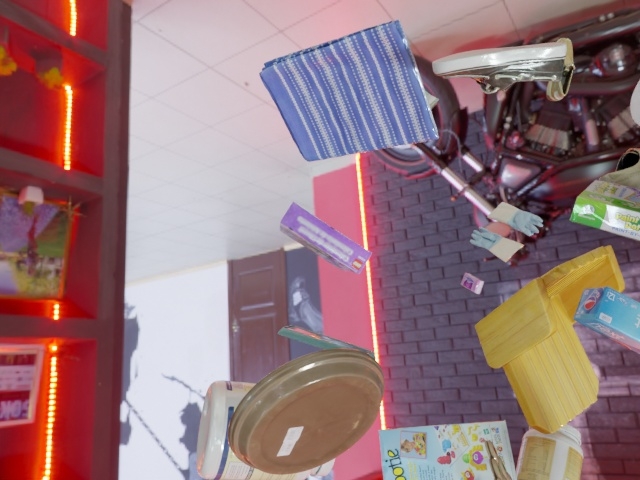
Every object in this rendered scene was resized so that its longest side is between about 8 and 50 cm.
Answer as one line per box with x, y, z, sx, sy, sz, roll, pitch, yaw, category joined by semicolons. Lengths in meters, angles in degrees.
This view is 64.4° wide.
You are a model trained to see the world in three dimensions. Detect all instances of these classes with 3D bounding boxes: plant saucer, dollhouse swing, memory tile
0.014;0.202;1.001;0.191;0.018;0.067;15;-179;19;plant saucer
-0.012;0.290;0.828;0.277;0.041;0.278;-14;129;-18;plant saucer
0.616;0.243;1.232;0.346;0.305;0.315;-14;152;-34;dollhouse swing
0.304;0.407;0.816;0.012;0.148;0.113;-25;-161;17;memory tile

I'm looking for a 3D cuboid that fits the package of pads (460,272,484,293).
0.541;0.153;1.810;0.031;0.050;0.083;14;-170;-27;package of pads

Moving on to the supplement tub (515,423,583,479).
0.570;0.565;1.269;0.144;0.200;0.144;21;147;14;supplement tub

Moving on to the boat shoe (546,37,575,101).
0.730;-0.514;1.514;0.068;0.190;0.072;6;180;-12;boat shoe

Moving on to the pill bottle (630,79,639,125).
0.705;-0.227;0.901;0.264;0.153;0.153;13;161;-15;pill bottle

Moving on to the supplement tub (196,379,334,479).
-0.138;0.493;1.310;0.324;0.236;0.235;11;162;-17;supplement tub

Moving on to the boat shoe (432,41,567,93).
0.297;-0.281;0.845;0.219;0.070;0.078;-5;-156;2;boat shoe

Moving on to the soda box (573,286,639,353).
0.581;0.162;0.927;0.210;0.067;0.071;28;168;-2;soda box

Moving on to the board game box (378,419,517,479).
0.277;0.491;1.138;0.275;0.145;0.142;-7;156;7;board game box

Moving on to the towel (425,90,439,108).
0.310;-0.482;1.681;0.113;0.152;0.023;-47;172;-39;towel

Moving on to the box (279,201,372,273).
0.000;0.000;1.196;0.200;0.057;0.293;32;176;-3;box

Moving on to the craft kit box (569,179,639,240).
0.638;-0.049;0.983;0.246;0.061;0.249;18;-157;30;craft kit box

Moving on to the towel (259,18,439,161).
0.048;-0.281;1.027;0.335;0.040;0.243;-3;127;38;towel

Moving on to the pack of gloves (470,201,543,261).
0.638;-0.023;1.743;0.046;0.195;0.232;46;180;-27;pack of gloves

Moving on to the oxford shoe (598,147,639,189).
0.808;-0.186;1.221;0.348;0.130;0.123;-31;168;-26;oxford shoe
